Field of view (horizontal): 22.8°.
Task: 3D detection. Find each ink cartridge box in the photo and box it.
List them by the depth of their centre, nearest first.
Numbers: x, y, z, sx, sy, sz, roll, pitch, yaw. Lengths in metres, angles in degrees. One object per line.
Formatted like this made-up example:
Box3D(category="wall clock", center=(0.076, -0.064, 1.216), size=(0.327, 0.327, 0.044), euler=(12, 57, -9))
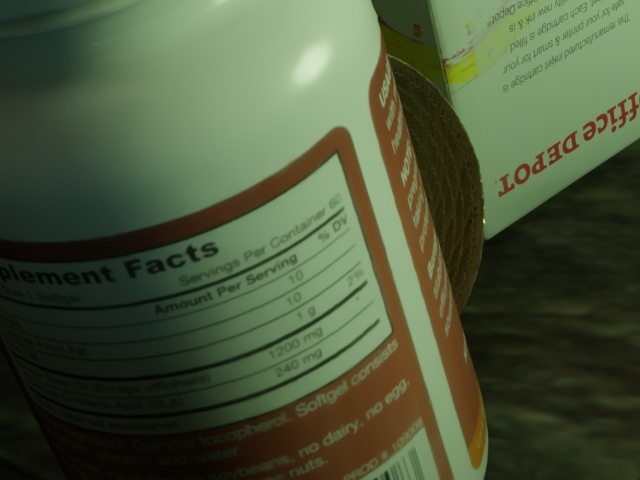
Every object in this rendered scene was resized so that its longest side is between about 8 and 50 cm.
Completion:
Box3D(category="ink cartridge box", center=(0.047, -0.111, 0.637), size=(0.128, 0.176, 0.127), euler=(-31, 29, -32))

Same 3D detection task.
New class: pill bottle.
Box3D(category="pill bottle", center=(-0.034, -0.009, 0.412), size=(0.121, 0.216, 0.121), euler=(-12, 35, 9))

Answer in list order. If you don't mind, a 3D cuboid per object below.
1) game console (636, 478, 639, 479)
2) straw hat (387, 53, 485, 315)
Box3D(category="game console", center=(0.013, 0.115, 0.187), size=(0.386, 0.060, 0.342), euler=(3, 20, -26))
Box3D(category="straw hat", center=(0.000, 0.000, 0.562), size=(0.144, 0.144, 0.061), euler=(0, -13, 24))
